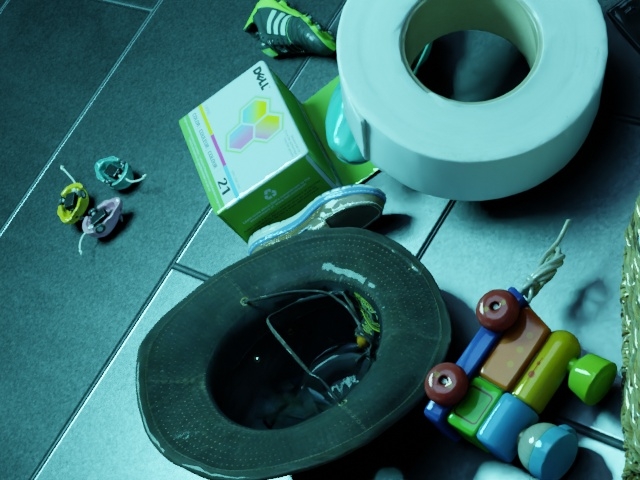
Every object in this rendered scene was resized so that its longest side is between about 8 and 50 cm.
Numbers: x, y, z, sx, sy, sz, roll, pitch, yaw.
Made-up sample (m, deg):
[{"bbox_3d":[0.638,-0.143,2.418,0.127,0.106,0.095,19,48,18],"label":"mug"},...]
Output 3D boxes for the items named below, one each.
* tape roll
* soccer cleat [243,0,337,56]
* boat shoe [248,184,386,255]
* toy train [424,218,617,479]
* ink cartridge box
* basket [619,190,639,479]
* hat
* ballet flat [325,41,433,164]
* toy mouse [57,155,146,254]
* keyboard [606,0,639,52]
[{"bbox_3d":[0.158,-0.187,1.651,0.286,0.100,0.286,-2,67,4],"label":"tape roll"},{"bbox_3d":[-0.038,-0.258,1.969,0.072,0.060,0.179,-54,37,4],"label":"soccer cleat"},{"bbox_3d":[0.000,0.000,1.745,0.183,0.066,0.066,-29,50,30],"label":"boat shoe"},{"bbox_3d":[0.223,0.102,1.481,0.143,0.105,0.248,29,78,35],"label":"toy train"},{"bbox_3d":[-0.020,-0.135,1.831,0.255,0.097,0.189,-36,44,10],"label":"ink cartridge box"},{"bbox_3d":[0.392,0.062,1.386,0.213,0.223,0.299,6,56,1],"label":"basket"},{"bbox_3d":[-0.019,0.144,1.596,0.331,0.134,0.331,-8,46,9],"label":"hat"},{"bbox_3d":[0.069,-0.194,1.770,0.083,0.087,0.247,21,49,7],"label":"ballet flat"},{"bbox_3d":[-0.274,-0.054,2.002,0.143,0.031,0.161,-22,48,22],"label":"toy mouse"},{"bbox_3d":[0.398,-0.284,1.691,0.180,0.023,0.108,-37,51,7],"label":"keyboard"}]
